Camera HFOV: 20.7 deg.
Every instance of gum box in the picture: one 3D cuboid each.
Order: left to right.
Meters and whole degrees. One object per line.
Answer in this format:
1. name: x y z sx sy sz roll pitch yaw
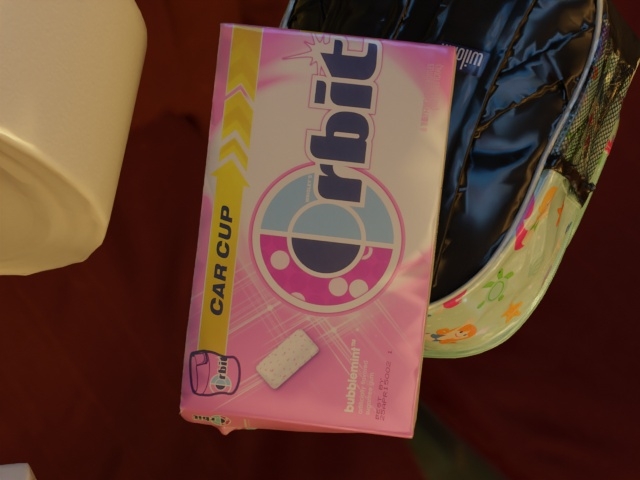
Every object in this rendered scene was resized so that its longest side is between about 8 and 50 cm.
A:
1. gum box: 0.000 0.000 0.810 0.062 0.107 0.188 -14 110 -85

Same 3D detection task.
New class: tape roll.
1. tape roll: -0.223 -0.074 0.782 0.286 0.286 0.100 39 55 -57

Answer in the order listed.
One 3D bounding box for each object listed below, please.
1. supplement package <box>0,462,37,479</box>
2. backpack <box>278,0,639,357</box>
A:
1. supplement package: -0.234 0.212 0.663 0.292 0.178 0.175 -5 145 4
2. backpack: 0.067 -0.054 1.113 0.254 0.225 0.191 -67 152 -16
